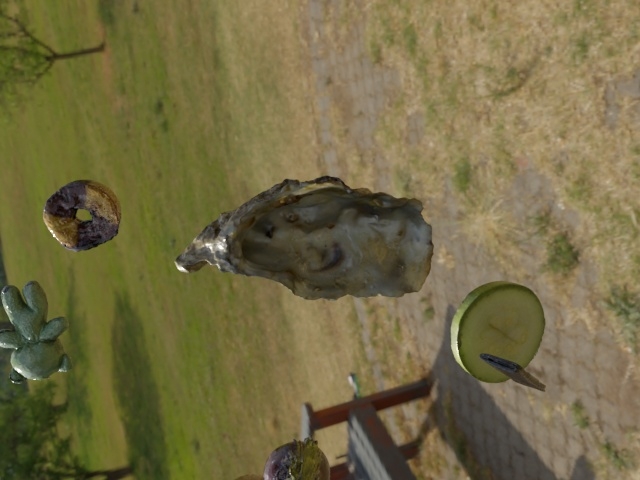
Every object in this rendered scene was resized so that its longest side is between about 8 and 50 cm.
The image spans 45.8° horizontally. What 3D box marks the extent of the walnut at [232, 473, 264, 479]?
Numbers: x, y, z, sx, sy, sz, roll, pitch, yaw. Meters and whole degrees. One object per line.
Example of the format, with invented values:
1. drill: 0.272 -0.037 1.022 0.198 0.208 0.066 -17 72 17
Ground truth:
1. walnut: -0.185 0.755 1.904 0.333 0.332 0.333 167 90 -70

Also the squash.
1. squash: 0.368 0.191 1.570 0.041 0.219 0.219 22 123 62

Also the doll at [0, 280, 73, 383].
1. doll: -0.431 0.136 1.148 0.077 0.115 0.150 -85 -16 -85

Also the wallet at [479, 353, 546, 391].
1. wallet: 0.347 0.237 1.354 0.082 0.156 0.018 15 77 42

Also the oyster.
1. oyster: -0.008 -0.022 1.119 0.111 0.396 0.204 -104 22 -55

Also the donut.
1. donut: -0.433 -0.049 1.392 0.059 0.140 0.140 -91 -1 -64

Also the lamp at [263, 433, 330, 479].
1. lamp: -0.053 0.542 1.734 0.157 0.156 0.135 64 180 -17
